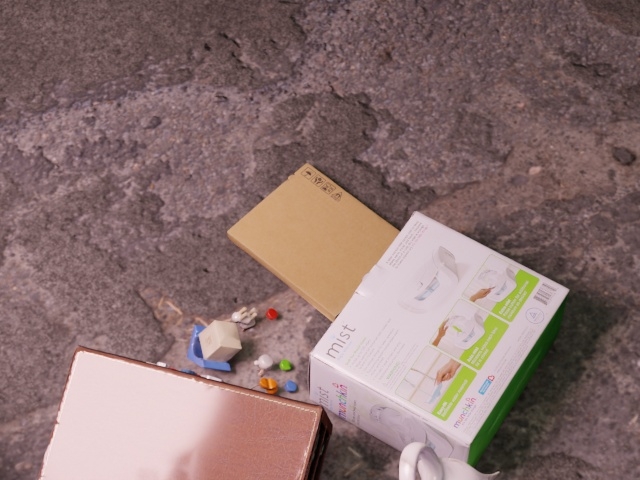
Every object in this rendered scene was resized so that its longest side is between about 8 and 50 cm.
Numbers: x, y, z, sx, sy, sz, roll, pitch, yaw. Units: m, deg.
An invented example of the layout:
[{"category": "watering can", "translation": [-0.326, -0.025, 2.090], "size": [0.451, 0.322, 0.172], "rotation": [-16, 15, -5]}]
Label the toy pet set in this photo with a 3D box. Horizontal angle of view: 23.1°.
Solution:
[{"category": "toy pet set", "translation": [-0.105, 0.148, 2.005], "size": [0.114, 0.065, 0.122], "rotation": [11, 51, -37]}]

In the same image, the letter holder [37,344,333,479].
[{"category": "letter holder", "translation": [-0.160, 0.273, 1.849], "size": [0.302, 0.152, 0.214], "rotation": [13, 77, 8]}]

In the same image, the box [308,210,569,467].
[{"category": "box", "translation": [0.147, 0.130, 1.968], "size": [0.231, 0.127, 0.262], "rotation": [27, 60, 17]}]

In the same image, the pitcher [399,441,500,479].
[{"category": "pitcher", "translation": [0.130, 0.344, 1.783], "size": [0.125, 0.178, 0.207], "rotation": [-7, 64, 36]}]

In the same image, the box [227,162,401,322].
[{"category": "box", "translation": [0.000, 0.000, 2.117], "size": [0.201, 0.021, 0.164], "rotation": [38, 63, 21]}]

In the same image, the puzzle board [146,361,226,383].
[{"category": "puzzle board", "translation": [-0.158, 0.169, 1.938], "size": [0.096, 0.128, 0.011], "rotation": [13, 81, 8]}]
